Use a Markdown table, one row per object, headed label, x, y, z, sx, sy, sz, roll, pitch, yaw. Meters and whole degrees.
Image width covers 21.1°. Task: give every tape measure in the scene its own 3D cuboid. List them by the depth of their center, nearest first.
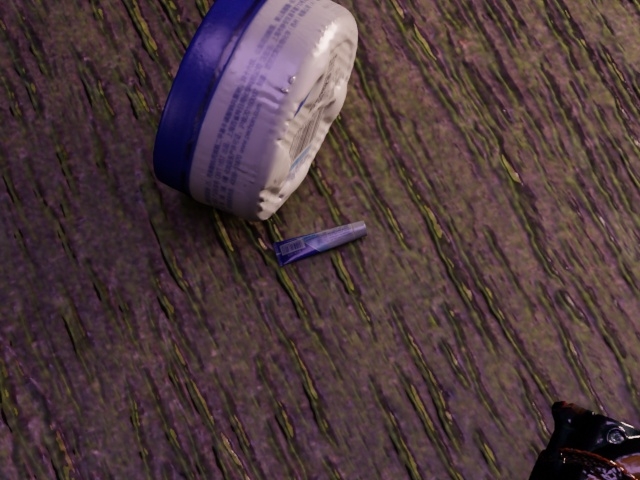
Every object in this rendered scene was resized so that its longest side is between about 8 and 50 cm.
| label | x | y | z | sx | sy | sz | roll | pitch | yaw |
| --- | --- | --- | --- | --- | --- | --- | --- | --- | --- |
| tape measure | 0.245 | 0.249 | 1.321 | 0.223 | 0.135 | 0.202 | 25 | 69 | 11 |

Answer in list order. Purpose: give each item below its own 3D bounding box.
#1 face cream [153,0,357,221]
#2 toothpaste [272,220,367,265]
| label | x | y | z | sx | sy | sz | roll | pitch | yaw |
| --- | --- | --- | --- | --- | --- | --- | --- | --- | --- |
| face cream | -0.050 | -0.121 | 1.473 | 0.111 | 0.206 | 0.206 | 25 | 66 | 10 |
| toothpaste | 0.000 | 0.000 | 1.520 | 0.083 | 0.015 | 0.024 | -18 | 66 | -3 |
